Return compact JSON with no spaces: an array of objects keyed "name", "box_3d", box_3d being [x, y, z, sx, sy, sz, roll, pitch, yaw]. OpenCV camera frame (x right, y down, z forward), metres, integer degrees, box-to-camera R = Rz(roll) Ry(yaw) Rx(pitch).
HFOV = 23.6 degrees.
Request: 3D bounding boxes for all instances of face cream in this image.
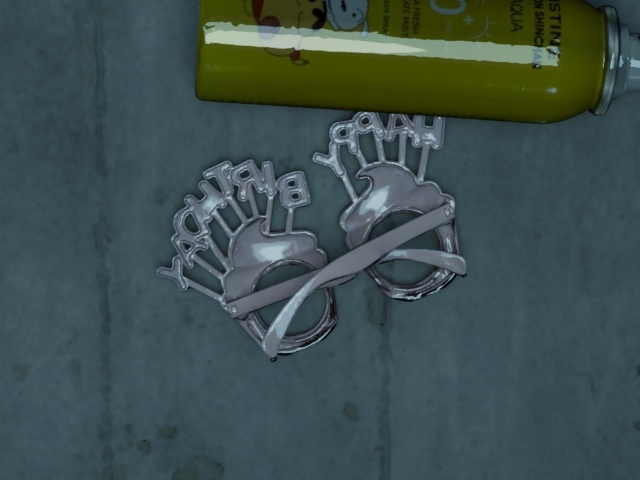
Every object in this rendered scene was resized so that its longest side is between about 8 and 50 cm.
[{"name":"face cream","box_3d":[0.083,-0.145,1.160,0.349,0.105,0.105,4,98,-3]}]

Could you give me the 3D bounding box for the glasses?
[{"name":"glasses","box_3d":[-0.003,-0.006,1.185,0.255,0.095,0.162,-24,90,-1]}]
